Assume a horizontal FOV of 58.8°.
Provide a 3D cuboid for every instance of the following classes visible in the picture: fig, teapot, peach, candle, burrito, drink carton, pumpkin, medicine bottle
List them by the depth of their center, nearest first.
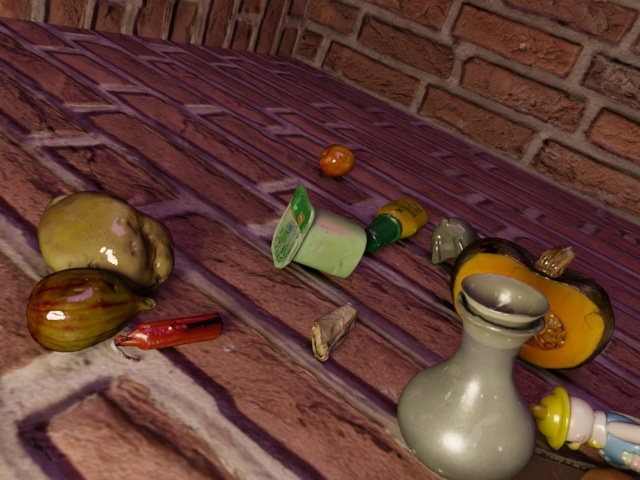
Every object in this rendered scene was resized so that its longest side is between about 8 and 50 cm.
[{"bbox_3d":[-0.282,0.085,0.711,0.155,0.103,0.109,6,49,-27],"label":"fig"},{"bbox_3d":[0.201,0.173,0.723,0.184,0.250,0.183,6,24,-3],"label":"teapot"},{"bbox_3d":[-0.205,0.130,0.767,0.162,0.048,0.053,-4,0,-43],"label":"candle"},{"bbox_3d":[0.020,0.141,0.914,0.055,0.041,0.149,41,28,10],"label":"burrito"},{"bbox_3d":[0.000,0.000,1.093,0.142,0.144,0.146,21,23,-24],"label":"drink carton"},{"bbox_3d":[0.406,0.100,1.093,0.317,0.221,0.139,32,27,24],"label":"pumpkin"},{"bbox_3d":[0.170,-0.038,1.362,0.111,0.076,0.309,24,23,20],"label":"medicine bottle"},{"bbox_3d":[0.049,-0.227,1.638,0.101,0.100,0.100,18,25,-8],"label":"peach"}]

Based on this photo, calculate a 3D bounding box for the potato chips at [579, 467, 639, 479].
[{"bbox_3d":[0.432,0.369,0.722,0.150,0.049,0.201,-10,47,-43],"label":"potato chips"}]

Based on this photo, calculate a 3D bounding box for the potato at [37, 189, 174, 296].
[{"bbox_3d":[-0.314,0.004,0.827,0.200,0.137,0.154,28,-4,15],"label":"potato"}]

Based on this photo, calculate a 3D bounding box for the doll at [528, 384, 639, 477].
[{"bbox_3d":[0.425,0.289,0.854,0.241,0.098,0.135,16,12,8],"label":"doll"}]

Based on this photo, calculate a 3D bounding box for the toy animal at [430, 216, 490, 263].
[{"bbox_3d":[0.363,0.001,1.385,0.108,0.138,0.236,-3,7,45],"label":"toy animal"}]

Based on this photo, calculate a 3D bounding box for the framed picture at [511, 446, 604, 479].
[{"bbox_3d":[0.343,0.360,0.748,0.281,0.019,0.209,20,25,-3],"label":"framed picture"}]
